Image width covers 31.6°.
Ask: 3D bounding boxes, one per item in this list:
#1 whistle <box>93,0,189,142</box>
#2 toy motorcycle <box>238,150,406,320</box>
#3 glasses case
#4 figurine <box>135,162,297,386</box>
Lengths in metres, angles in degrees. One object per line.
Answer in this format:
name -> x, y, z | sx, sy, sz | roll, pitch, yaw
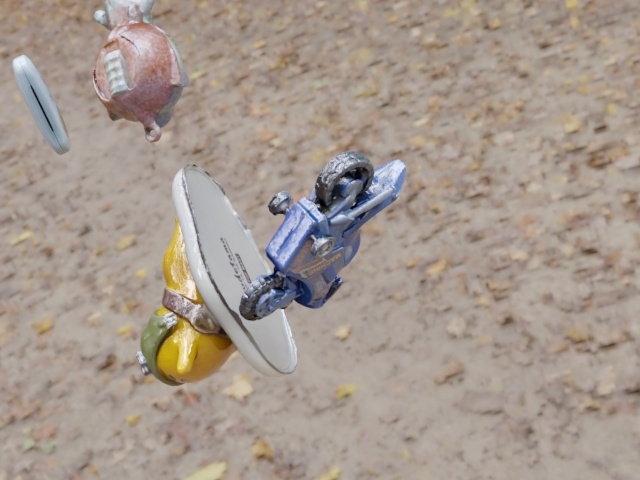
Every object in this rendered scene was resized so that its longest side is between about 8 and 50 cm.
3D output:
whistle -> -0.285, -0.311, 1.712 | 0.134, 0.346, 0.142 | -7, -12, -35
toy motorcycle -> 0.000, 0.000, 1.103 | 0.076, 0.114, 0.205 | 45, 112, 29
glasses case -> -0.471, -0.228, 1.918 | 0.045, 0.178, 0.067 | -24, 19, -6
figurine -> -0.140, 0.058, 1.218 | 0.141, 0.166, 0.250 | -29, 68, 17
